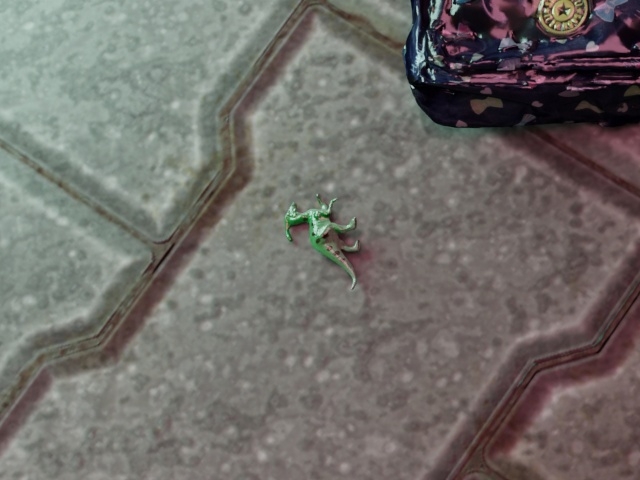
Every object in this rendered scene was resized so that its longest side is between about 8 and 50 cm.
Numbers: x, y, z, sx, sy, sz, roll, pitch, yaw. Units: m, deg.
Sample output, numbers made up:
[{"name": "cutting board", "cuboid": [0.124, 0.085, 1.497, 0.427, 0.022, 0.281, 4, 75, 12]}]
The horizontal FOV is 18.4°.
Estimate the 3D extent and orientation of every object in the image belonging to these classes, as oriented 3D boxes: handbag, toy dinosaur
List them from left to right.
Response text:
[{"name": "toy dinosaur", "cuboid": [0.000, 0.000, 1.570, 0.062, 0.021, 0.083, -4, 68, 15]}, {"name": "handbag", "cuboid": [0.190, -0.176, 1.548, 0.260, 0.113, 0.162, 2, 67, 9]}]
